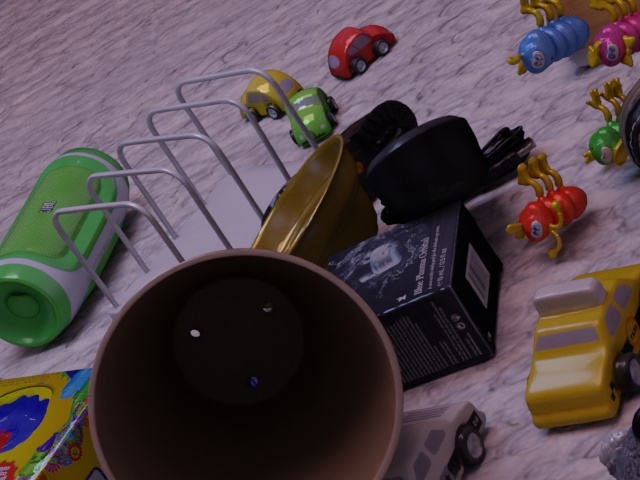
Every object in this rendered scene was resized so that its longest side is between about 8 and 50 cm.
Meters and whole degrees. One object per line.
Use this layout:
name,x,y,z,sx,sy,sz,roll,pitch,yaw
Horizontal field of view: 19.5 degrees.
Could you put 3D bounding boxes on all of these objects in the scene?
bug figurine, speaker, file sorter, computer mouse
bug figurine,0.258,-0.129,1.818,0.072,0.279,0.216,27,46,37
speaker,-0.337,0.004,2.381,0.131,0.131,0.296,-20,28,26
file sorter,-0.151,-0.058,2.220,0.193,0.173,0.277,-4,37,45
computer mouse,0.130,-0.062,1.926,0.188,0.072,0.272,-32,-12,10

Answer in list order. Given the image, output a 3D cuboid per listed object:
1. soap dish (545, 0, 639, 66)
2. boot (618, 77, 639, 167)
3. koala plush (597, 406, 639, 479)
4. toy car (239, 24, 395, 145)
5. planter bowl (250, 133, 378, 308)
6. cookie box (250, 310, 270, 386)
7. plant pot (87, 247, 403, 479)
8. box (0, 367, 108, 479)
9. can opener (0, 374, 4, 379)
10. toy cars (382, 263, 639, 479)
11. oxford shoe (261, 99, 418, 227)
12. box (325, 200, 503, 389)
soap dish,0.368,-0.344,2.187,0.229,0.118,0.291,-22,28,21
boot,0.459,-0.115,1.665,0.377,0.138,0.284,-21,27,13
koala plush,0.307,0.140,1.375,0.221,0.203,0.196,-49,34,15
toy car,-0.014,-0.198,2.447,0.239,0.053,0.225,-27,26,14
planter bowl,0.000,0.000,1.998,0.217,0.090,0.217,-55,13,19
cookie box,-0.083,0.126,1.965,0.092,0.040,0.107,-15,30,35
plant pot,-0.068,0.112,1.640,0.256,0.256,0.274,-32,9,2
box,-0.309,0.286,1.788,0.290,0.177,0.279,-11,34,39
can opener,-0.360,0.210,2.127,0.280,0.074,0.093,12,85,59
toy cars,0.150,0.135,1.624,0.394,0.087,0.176,-37,25,-8
oxford shoe,0.017,-0.067,2.172,0.227,0.083,0.096,-41,7,-16
box,0.086,0.062,1.824,0.158,0.093,0.156,-24,27,22
